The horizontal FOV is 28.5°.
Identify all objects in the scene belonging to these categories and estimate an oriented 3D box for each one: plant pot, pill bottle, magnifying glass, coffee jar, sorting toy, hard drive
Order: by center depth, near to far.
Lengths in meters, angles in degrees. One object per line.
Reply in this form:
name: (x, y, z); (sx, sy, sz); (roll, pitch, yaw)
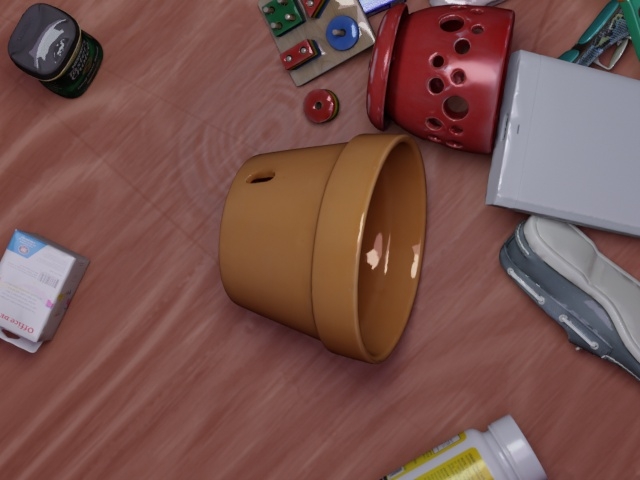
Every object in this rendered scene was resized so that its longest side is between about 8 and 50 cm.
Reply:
plant pot: (0.000, 0.000, 1.611); (0.203, 0.291, 0.291); (7, 87, 19)
plant pot: (0.156, -0.220, 1.648); (0.174, 0.191, 0.191); (12, 88, 8)
pill bottle: (0.183, 0.321, 1.652); (0.208, 0.119, 0.119); (-30, 86, 1)
hard drive: (0.377, -0.116, 1.656); (0.307, 0.040, 0.203); (11, 86, -16)
coffee jar: (-0.349, -0.250, 1.670); (0.079, 0.184, 0.096); (28, 89, 4)
magnifying glass: (0.422, -0.308, 1.674); (0.231, 0.026, 0.092); (45, 70, -19)
sorting toy: (-0.015, -0.305, 1.706); (0.132, 0.046, 0.275); (-26, 85, 23)

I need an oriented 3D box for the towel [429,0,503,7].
towel: (0.243, -0.503, 1.727); (0.316, 0.053, 0.332); (-23, 85, 1)

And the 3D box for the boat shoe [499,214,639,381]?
boat shoe: (0.369, 0.096, 1.685); (0.319, 0.116, 0.099); (45, 133, -3)

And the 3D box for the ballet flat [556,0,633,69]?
ballet flat: (0.361, -0.243, 1.705); (0.188, 0.070, 0.070); (-45, 86, 3)

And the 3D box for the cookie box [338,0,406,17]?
cookie box: (0.057, -0.364, 1.731); (0.091, 0.040, 0.107); (-22, 87, 2)

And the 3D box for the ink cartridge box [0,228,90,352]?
ink cartridge box: (-0.390, 0.070, 1.703); (0.092, 0.090, 0.143); (26, 89, 4)
